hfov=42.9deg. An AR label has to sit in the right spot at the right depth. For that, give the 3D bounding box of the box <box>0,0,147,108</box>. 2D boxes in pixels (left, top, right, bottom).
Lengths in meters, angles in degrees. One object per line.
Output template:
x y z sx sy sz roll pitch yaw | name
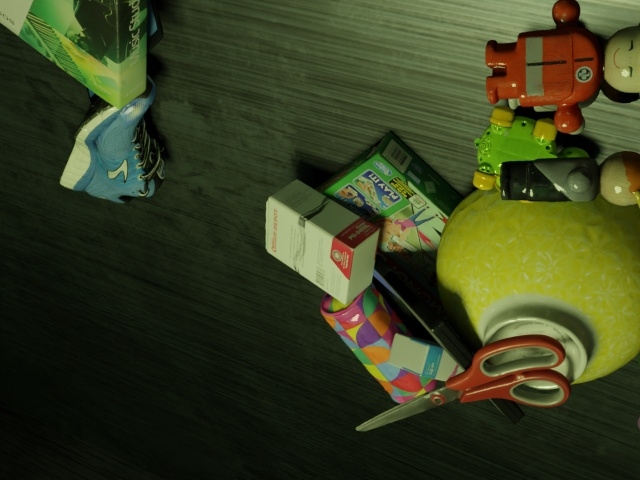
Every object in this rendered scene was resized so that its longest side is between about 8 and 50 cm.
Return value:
-0.292 -0.321 0.895 0.232 0.058 0.322 36 149 11 | box

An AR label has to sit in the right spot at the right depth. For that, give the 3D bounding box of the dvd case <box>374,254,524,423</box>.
0.158 0.121 1.069 0.180 0.022 0.253 48 -179 -21 | dvd case

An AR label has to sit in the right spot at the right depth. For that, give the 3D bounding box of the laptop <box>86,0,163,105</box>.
-0.333 -0.327 1.006 0.264 0.137 0.234 31 150 -26 | laptop

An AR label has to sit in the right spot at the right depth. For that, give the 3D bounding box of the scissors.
0.150 0.171 0.960 0.297 0.021 0.109 -15 124 30 | scissors

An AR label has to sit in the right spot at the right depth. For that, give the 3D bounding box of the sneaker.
-0.294 -0.153 1.247 0.147 0.130 0.330 25 152 -14 | sneaker

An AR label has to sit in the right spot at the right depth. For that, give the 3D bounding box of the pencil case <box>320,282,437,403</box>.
0.099 0.162 1.320 0.104 0.104 0.236 -8 128 46 | pencil case

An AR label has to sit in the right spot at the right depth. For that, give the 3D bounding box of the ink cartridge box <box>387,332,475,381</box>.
0.181 0.185 1.257 0.122 0.052 0.088 15 179 -30 | ink cartridge box

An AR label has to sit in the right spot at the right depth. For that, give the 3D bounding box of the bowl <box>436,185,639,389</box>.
0.263 0.080 0.965 0.289 0.156 0.289 13 132 15 | bowl

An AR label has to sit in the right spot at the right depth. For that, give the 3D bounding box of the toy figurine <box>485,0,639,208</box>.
0.231 -0.146 0.710 0.148 0.213 0.209 -1 140 18 | toy figurine

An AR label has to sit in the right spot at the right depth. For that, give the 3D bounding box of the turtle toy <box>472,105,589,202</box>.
0.232 -0.092 0.897 0.130 0.066 0.095 20 107 20 | turtle toy

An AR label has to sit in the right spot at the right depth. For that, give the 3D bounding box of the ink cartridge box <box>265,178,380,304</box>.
0.000 0.000 1.120 0.150 0.063 0.109 33 141 25 | ink cartridge box

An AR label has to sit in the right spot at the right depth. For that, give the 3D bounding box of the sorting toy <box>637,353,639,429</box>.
0.461 0.193 1.028 0.127 0.126 0.366 19 144 20 | sorting toy

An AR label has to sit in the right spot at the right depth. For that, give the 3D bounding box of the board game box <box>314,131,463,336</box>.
0.145 0.011 1.132 0.317 0.046 0.213 41 146 -11 | board game box
